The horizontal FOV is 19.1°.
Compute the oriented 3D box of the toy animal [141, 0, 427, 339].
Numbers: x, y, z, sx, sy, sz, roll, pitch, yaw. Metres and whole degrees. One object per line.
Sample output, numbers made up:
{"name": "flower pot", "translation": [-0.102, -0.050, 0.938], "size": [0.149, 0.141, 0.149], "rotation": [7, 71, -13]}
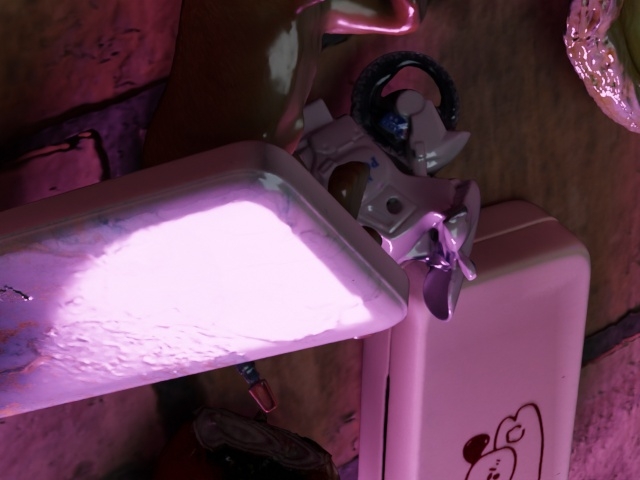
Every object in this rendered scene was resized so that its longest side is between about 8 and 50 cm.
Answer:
{"name": "toy animal", "translation": [-0.032, -0.101, 0.947], "size": [0.097, 0.158, 0.312], "rotation": [-38, 141, -65]}

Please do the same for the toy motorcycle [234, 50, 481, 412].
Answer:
{"name": "toy motorcycle", "translation": [0.000, 0.000, 1.062], "size": [0.221, 0.102, 0.150], "rotation": [-29, 96, -9]}

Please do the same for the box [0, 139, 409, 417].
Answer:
{"name": "box", "translation": [-0.107, 0.026, 0.940], "size": [0.285, 0.044, 0.142], "rotation": [-15, 142, 28]}

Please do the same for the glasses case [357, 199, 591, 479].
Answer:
{"name": "glasses case", "translation": [0.095, 0.131, 1.238], "size": [0.131, 0.070, 0.312], "rotation": [-16, 125, -26]}

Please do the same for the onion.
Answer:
{"name": "onion", "translation": [-0.047, 0.161, 1.140], "size": [0.117, 0.118, 0.118], "rotation": [19, 109, -6]}

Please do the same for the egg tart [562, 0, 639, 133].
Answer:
{"name": "egg tart", "translation": [0.225, -0.149, 1.136], "size": [0.197, 0.078, 0.197], "rotation": [-10, 125, -14]}
